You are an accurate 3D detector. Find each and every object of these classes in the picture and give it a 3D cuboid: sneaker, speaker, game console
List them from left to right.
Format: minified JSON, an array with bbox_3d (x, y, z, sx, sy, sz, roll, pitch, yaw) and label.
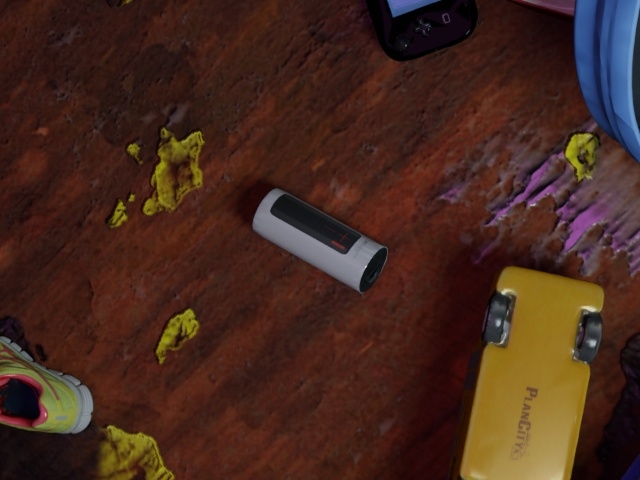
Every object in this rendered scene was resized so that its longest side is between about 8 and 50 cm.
[{"bbox_3d":[-0.353,0.154,2.064,0.208,0.094,0.081,16,99,23],"label":"sneaker"},{"bbox_3d":[0.000,0.000,1.938,0.136,0.055,0.055,30,102,19],"label":"speaker"},{"bbox_3d":[0.075,-0.364,1.906,0.213,0.044,0.361,-20,84,22],"label":"game console"}]

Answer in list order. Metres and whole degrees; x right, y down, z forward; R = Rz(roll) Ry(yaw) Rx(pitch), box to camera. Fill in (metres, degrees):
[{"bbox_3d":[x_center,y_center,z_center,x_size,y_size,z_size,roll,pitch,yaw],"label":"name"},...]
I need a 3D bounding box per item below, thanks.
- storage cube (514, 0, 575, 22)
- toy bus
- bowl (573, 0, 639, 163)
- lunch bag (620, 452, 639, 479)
[{"bbox_3d":[0.266,-0.287,1.750,0.215,0.193,0.183,20,98,20],"label":"storage cube"},{"bbox_3d":[0.183,0.198,1.799,0.108,0.130,0.333,12,83,0],"label":"toy bus"},{"bbox_3d":[0.358,-0.237,1.617,0.077,0.391,0.391,29,102,38],"label":"bowl"},{"bbox_3d":[0.409,0.234,1.606,0.239,0.328,0.385,35,95,-15],"label":"lunch bag"}]
